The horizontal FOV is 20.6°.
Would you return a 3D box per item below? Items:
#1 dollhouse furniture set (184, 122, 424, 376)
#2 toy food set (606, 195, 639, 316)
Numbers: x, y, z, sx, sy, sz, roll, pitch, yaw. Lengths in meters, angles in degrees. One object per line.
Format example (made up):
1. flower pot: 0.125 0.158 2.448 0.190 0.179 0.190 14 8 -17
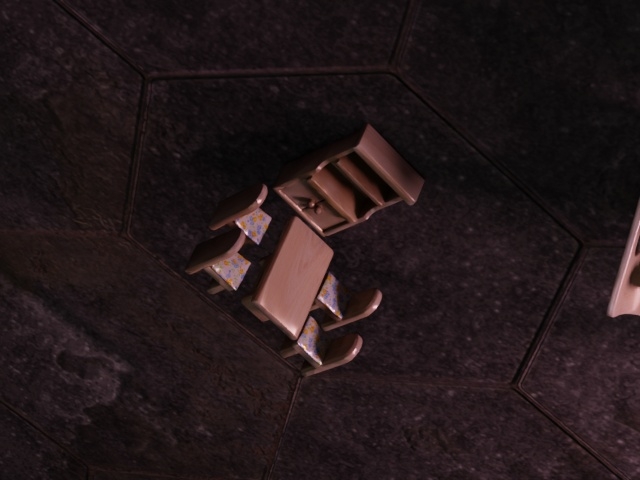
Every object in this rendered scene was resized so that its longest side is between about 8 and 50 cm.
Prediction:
1. dollhouse furniture set: 0.000 0.000 2.103 0.161 0.242 0.212 -22 123 43
2. toy food set: 0.486 0.022 1.903 0.306 0.092 0.220 16 107 11
